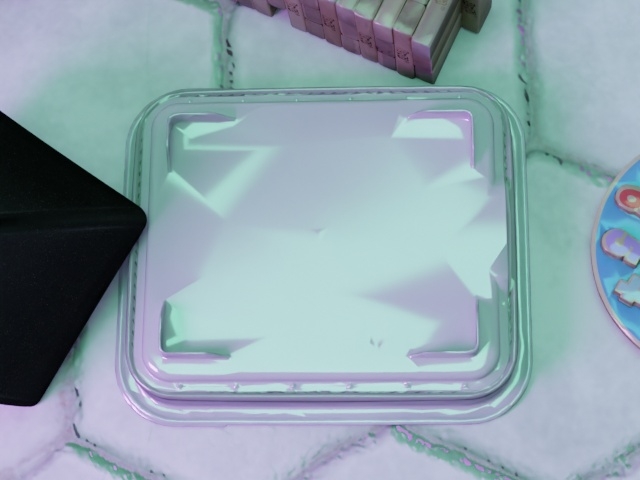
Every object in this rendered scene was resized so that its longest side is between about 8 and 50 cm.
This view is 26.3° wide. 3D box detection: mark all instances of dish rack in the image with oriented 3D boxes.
[{"bbox_3d":[0.000,0.000,1.080,0.332,0.072,0.286,0,73,3],"label":"dish rack"}]

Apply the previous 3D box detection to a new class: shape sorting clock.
[{"bbox_3d":[0.315,0.008,1.067,0.206,0.040,0.206,-1,74,4],"label":"shape sorting clock"}]

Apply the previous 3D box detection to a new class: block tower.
[{"bbox_3d":[-0.027,-0.239,1.138,0.335,0.091,0.097,23,78,11],"label":"block tower"}]

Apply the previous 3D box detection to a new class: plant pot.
[{"bbox_3d":[-0.276,0.007,1.022,0.187,0.167,0.188,34,97,12],"label":"plant pot"}]
